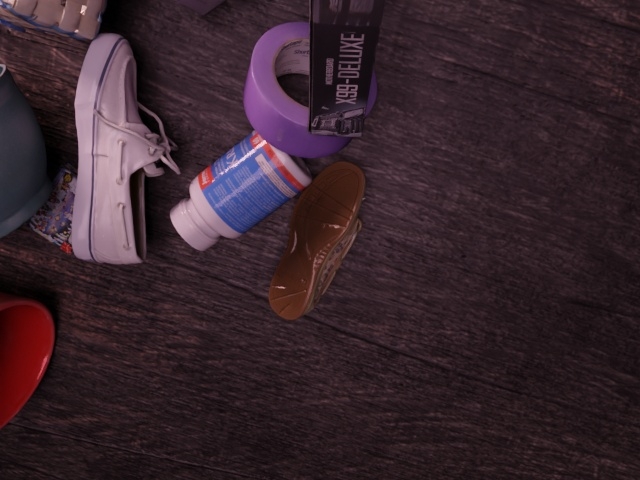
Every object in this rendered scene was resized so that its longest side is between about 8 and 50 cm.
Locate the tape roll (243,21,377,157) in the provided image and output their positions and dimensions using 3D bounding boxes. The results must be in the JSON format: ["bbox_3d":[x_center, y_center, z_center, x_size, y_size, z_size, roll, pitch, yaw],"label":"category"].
[{"bbox_3d":[-0.017,-0.224,0.763,0.189,0.080,0.189,6,68,-15],"label":"tape roll"}]

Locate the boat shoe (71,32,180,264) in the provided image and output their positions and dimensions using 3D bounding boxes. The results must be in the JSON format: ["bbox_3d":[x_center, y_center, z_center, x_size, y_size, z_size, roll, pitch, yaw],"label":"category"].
[{"bbox_3d":[-0.299,-0.135,0.824,0.156,0.136,0.367,8,97,-1],"label":"boat shoe"}]

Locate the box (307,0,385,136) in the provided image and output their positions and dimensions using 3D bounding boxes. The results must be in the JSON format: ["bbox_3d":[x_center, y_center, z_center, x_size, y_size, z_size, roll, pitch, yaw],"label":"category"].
[{"bbox_3d":[0.035,-0.323,0.634,0.076,0.242,0.307,5,67,1],"label":"box"}]

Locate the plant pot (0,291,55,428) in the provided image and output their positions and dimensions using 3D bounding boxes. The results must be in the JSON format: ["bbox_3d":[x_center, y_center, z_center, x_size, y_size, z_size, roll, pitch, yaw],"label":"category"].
[{"bbox_3d":[-0.661,0.189,0.887,0.243,0.275,0.275,20,105,9],"label":"plant pot"}]

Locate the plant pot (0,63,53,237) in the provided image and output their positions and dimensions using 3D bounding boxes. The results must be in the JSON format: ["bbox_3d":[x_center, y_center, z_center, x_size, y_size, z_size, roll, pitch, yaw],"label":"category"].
[{"bbox_3d":[-0.560,-0.113,0.804,0.293,0.293,0.196,-19,129,9],"label":"plant pot"}]

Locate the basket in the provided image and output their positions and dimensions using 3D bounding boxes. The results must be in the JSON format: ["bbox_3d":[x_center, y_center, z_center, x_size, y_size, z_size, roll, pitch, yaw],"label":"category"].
[{"bbox_3d":[-0.431,-0.428,0.749,0.289,0.201,0.255,34,108,24],"label":"basket"}]

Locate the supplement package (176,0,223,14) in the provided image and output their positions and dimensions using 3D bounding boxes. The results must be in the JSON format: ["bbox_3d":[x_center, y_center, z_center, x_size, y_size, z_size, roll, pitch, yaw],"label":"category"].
[{"bbox_3d":[-0.202,-0.482,0.734,0.134,0.139,0.244,-28,101,12],"label":"supplement package"}]

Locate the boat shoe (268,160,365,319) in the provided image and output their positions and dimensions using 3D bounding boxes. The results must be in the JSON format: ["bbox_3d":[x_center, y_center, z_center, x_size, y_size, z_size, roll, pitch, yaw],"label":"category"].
[{"bbox_3d":[0.000,0.000,0.878,0.104,0.089,0.285,32,103,23],"label":"boat shoe"}]

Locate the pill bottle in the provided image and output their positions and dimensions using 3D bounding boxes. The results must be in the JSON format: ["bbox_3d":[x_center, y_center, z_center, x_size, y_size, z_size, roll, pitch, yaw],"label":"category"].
[{"bbox_3d":[-0.134,-0.081,0.838,0.221,0.124,0.124,-36,99,11],"label":"pill bottle"}]

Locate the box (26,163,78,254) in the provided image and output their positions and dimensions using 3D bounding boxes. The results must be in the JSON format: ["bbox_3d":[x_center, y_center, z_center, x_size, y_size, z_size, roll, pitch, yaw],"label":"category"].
[{"bbox_3d":[-0.451,-0.056,0.918,0.094,0.027,0.137,35,104,-6],"label":"box"}]
